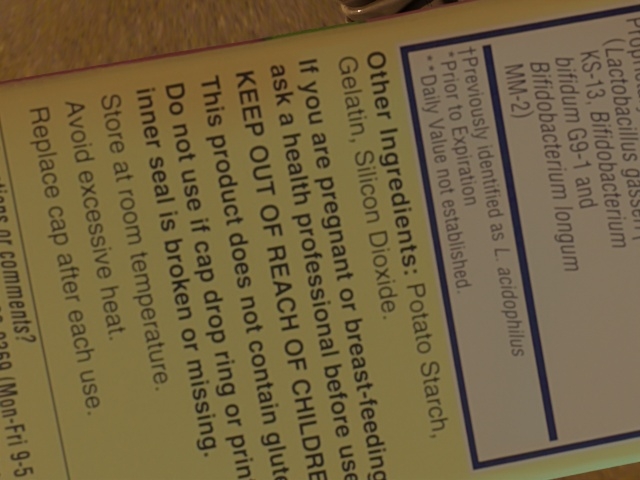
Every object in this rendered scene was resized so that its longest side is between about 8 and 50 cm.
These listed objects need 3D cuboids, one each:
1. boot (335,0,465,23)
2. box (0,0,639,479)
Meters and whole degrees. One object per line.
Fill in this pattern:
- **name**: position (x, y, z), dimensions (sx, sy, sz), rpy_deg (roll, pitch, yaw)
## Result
- **boot**: position (0.029, -0.107, 0.833), dimensions (0.246, 0.083, 0.161), rpy_deg (-31, 145, 12)
- **box**: position (0.000, 0.000, 0.464), dimensions (0.243, 0.213, 0.117), rpy_deg (-10, 94, -5)
